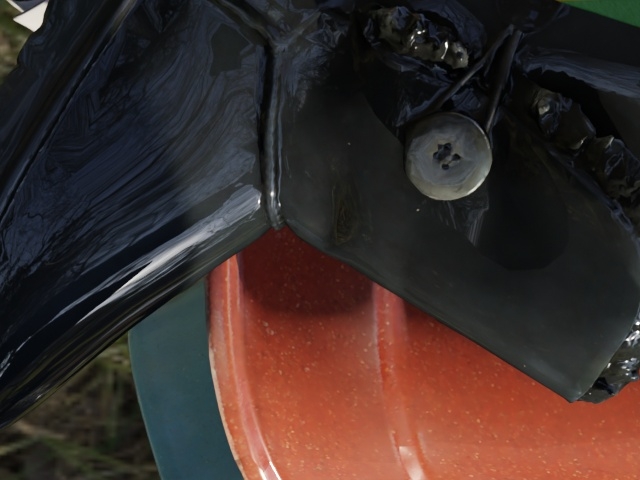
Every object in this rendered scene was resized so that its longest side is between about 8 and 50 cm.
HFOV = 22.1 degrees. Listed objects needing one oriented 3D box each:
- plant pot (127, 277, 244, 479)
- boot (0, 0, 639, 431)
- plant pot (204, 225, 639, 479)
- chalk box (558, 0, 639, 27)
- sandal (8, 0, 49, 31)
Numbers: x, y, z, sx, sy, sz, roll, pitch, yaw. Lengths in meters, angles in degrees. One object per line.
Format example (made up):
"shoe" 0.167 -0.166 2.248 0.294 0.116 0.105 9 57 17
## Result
"plant pot" 0.033 0.090 0.958 0.271 0.255 0.272 162 -90 -90
"boot" 0.000 0.000 0.504 0.246 0.207 0.094 -60 180 12
"plant pot" 0.135 0.005 0.659 0.272 0.265 0.272 -16 108 -61
"chalk box" 0.017 -0.151 0.370 0.132 0.213 0.132 38 79 -52
"sandal" -0.112 -0.136 0.720 0.265 0.102 0.076 36 15 -21
